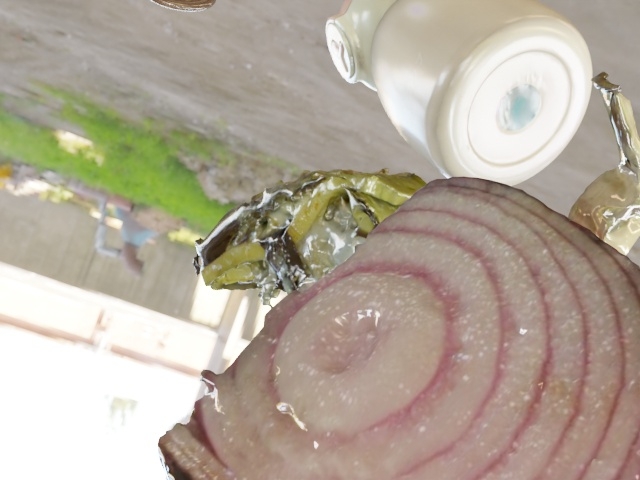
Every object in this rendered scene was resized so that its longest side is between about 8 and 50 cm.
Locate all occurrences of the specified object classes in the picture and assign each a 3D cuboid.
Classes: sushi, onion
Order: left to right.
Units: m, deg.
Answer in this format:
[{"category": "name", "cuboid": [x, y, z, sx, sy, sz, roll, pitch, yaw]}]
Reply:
[{"category": "sushi", "cuboid": [-0.001, -0.007, 1.076, 0.139, 0.131, 0.291, -5, 164, -45]}, {"category": "onion", "cuboid": [0.076, 0.122, 0.488, 0.256, 0.272, 0.230, -104, -12, -49]}]

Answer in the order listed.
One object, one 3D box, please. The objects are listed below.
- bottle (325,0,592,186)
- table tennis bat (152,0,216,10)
[{"category": "bottle", "cuboid": [0.097, -0.155, 0.848, 0.147, 0.148, 0.236, 23, -163, -39]}, {"category": "table tennis bat", "cuboid": [-0.231, -0.314, 1.428, 0.170, 0.119, 0.107, 32, -143, 19]}]
